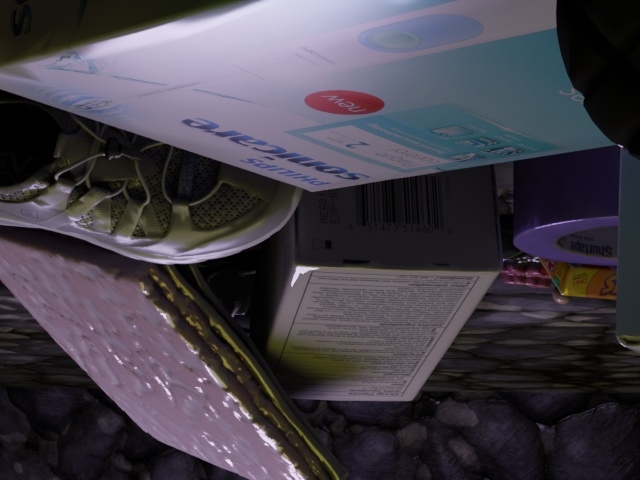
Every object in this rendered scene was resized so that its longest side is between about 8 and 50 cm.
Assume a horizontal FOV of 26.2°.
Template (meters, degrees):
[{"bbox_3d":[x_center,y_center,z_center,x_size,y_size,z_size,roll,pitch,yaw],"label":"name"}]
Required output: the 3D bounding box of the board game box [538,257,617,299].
[{"bbox_3d":[0.306,0.012,1.180,0.259,0.039,0.124,7,-151,-18],"label":"board game box"}]

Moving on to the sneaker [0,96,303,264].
[{"bbox_3d":[-0.152,-0.045,0.954,0.281,0.105,0.115,2,169,2],"label":"sneaker"}]

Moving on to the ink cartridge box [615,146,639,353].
[{"bbox_3d":[0.251,-0.030,0.704,0.121,0.211,0.289,-3,167,29],"label":"ink cartridge box"}]

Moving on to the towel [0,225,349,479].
[{"bbox_3d":[-0.153,0.094,1.226,0.317,0.053,0.332,13,146,46],"label":"towel"}]

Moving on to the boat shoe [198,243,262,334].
[{"bbox_3d":[-0.082,0.056,1.383,0.233,0.079,0.084,-15,136,13],"label":"boat shoe"}]

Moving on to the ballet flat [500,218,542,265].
[{"bbox_3d":[0.233,-0.001,1.282,0.173,0.058,0.049,5,-163,23],"label":"ballet flat"}]

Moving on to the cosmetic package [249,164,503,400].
[{"bbox_3d":[0.033,0.034,1.137,0.160,0.113,0.309,3,156,-9],"label":"cosmetic package"}]

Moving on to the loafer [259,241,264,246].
[{"bbox_3d":[0.000,0.000,1.260,0.148,0.056,0.050,8,143,-28],"label":"loafer"}]

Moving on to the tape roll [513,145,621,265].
[{"bbox_3d":[0.235,-0.036,1.009,0.189,0.080,0.189,2,168,0],"label":"tape roll"}]

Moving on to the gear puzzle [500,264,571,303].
[{"bbox_3d":[0.326,0.047,1.364,0.175,0.044,0.339,10,175,-36],"label":"gear puzzle"}]

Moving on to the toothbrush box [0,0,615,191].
[{"bbox_3d":[0.042,-0.115,0.527,0.295,0.126,0.216,-6,166,38],"label":"toothbrush box"}]

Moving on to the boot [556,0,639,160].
[{"bbox_3d":[0.231,-0.108,0.288,0.222,0.118,0.338,12,140,-38],"label":"boot"}]

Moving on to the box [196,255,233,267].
[{"bbox_3d":[-0.129,-0.007,1.278,0.062,0.052,0.083,-8,164,43],"label":"box"}]
